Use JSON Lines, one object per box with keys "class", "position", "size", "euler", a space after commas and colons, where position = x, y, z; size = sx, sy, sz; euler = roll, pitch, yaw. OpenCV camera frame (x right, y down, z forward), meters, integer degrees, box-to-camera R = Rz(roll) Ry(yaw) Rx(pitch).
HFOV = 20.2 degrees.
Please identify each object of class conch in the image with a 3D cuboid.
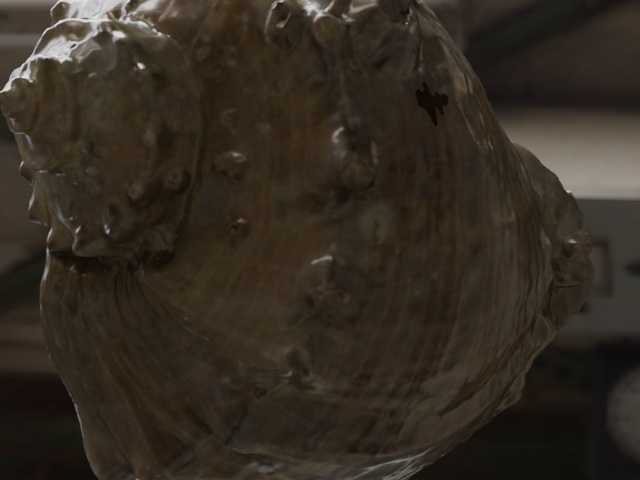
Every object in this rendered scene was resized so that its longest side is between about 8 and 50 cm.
{"class": "conch", "position": [0.004, 0.001, 0.888], "size": [0.210, 0.352, 0.297], "euler": [-166, 90, -74]}
